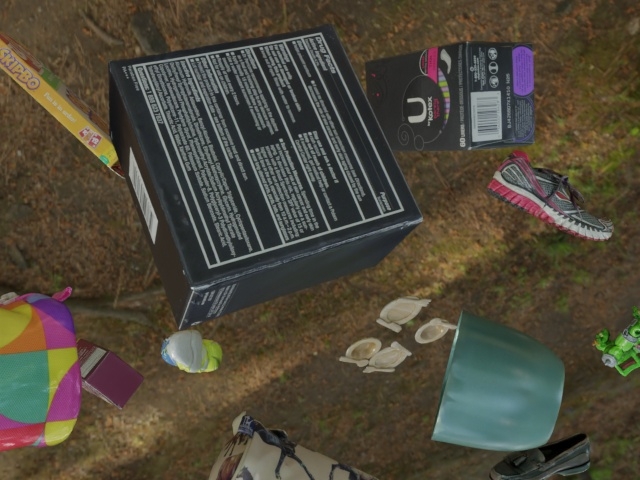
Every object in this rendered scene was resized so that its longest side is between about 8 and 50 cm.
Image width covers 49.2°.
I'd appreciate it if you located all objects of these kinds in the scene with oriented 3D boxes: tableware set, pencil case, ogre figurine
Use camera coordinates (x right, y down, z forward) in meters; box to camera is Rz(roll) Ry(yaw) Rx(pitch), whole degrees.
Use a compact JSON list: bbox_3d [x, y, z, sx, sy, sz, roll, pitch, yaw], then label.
[{"bbox_3d":[0.111,0.144,1.027,0.141,0.020,0.168,24,120,-42],"label":"tableware set"},{"bbox_3d":[-0.252,0.077,0.380,0.236,0.104,0.104,2,132,-41],"label":"pencil case"},{"bbox_3d":[0.017,0.434,1.155,0.410,0.184,0.160,26,140,-10],"label":"pencil case"},{"bbox_3d":[0.617,0.201,1.399,0.097,0.197,0.118,40,105,5],"label":"ogre figurine"}]

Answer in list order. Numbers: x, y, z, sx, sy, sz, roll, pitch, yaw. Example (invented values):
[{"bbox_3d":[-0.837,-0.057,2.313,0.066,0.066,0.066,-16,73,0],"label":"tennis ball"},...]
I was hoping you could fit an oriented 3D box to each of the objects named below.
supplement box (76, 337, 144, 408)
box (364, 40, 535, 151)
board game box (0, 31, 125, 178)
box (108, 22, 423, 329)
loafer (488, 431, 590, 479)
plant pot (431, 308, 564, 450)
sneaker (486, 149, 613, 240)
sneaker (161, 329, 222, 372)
[{"bbox_3d":[-0.469,0.279,1.485,0.104,0.188,0.081,49,64,-28],"label":"supplement box"},{"bbox_3d":[0.206,-0.233,1.167,0.143,0.270,0.165,-8,99,-29],"label":"box"},{"bbox_3d":[-0.356,-0.188,0.983,0.039,0.124,0.259,-43,100,1],"label":"board game box"},{"bbox_3d":[-0.080,-0.083,0.883,0.294,0.296,0.183,-17,164,-21],"label":"box"},{"bbox_3d":[0.504,0.497,1.605,0.267,0.096,0.084,-6,110,-22],"label":"loafer"},{"bbox_3d":[0.388,0.320,1.516,0.235,0.293,0.293,14,133,12],"label":"plant pot"},{"bbox_3d":[0.513,-0.088,1.511,0.299,0.121,0.112,25,97,-14],"label":"sneaker"},{"bbox_3d":[-0.313,0.249,1.547,0.126,0.091,0.240,0,161,14],"label":"sneaker"}]
